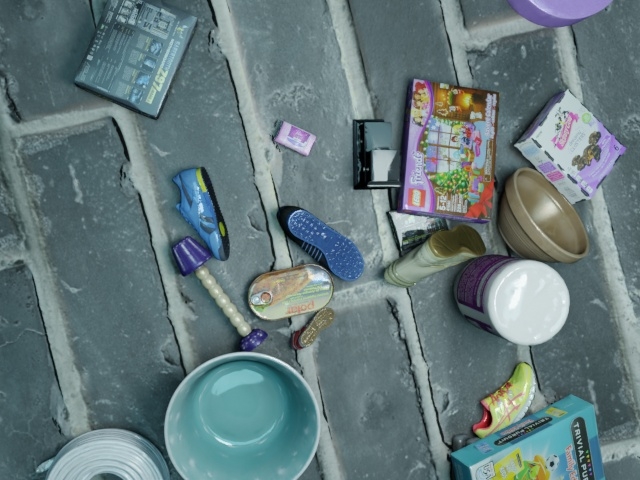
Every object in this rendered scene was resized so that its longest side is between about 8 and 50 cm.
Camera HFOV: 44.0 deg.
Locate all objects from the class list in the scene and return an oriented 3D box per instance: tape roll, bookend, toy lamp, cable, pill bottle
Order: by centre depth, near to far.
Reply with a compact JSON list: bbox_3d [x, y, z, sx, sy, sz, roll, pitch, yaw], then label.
[{"bbox_3d":[0.382,0.115,1.655,0.169,0.301,0.169,0,93,-8],"label":"pill bottle"},{"bbox_3d":[-0.448,0.523,1.658,0.257,0.089,0.257,-38,96,-5],"label":"cable"},{"bbox_3d":[0.118,-0.187,1.681,0.072,0.157,0.156,-1,93,-8],"label":"bookend"},{"bbox_3d":[-0.218,0.112,1.685,0.080,0.080,0.275,-36,99,-5],"label":"toy lamp"},{"bbox_3d":[0.537,-0.621,1.760,0.274,0.090,0.275,0,93,-8],"label":"tape roll"}]

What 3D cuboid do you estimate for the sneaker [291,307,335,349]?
[{"bbox_3d":[-0.019,0.195,1.738,0.042,0.067,0.118,49,55,-5],"label":"sneaker"}]

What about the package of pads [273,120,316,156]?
[{"bbox_3d":[-0.055,-0.221,1.718,0.083,0.032,0.050,24,90,-8],"label":"package of pads"}]

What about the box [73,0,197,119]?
[{"bbox_3d":[-0.382,-0.393,1.652,0.183,0.059,0.233,22,88,-8],"label":"box"}]

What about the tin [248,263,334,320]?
[{"bbox_3d":[-0.065,0.113,1.727,0.189,0.040,0.106,-11,89,-8],"label":"tin"}]

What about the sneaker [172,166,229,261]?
[{"bbox_3d":[-0.254,-0.050,1.683,0.082,0.069,0.209,-18,95,7],"label":"sneaker"}]

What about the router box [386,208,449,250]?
[{"bbox_3d":[0.217,-0.038,1.760,0.122,0.038,0.092,-17,95,-8],"label":"router box"}]

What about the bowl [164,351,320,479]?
[{"bbox_3d":[-0.164,0.364,1.650,0.311,0.163,0.312,-1,97,-8],"label":"bowl"}]

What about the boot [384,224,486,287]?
[{"bbox_3d":[0.251,0.039,1.732,0.213,0.165,0.077,-7,67,-48],"label":"boot"}]

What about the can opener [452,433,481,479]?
[{"bbox_3d":[0.348,0.580,1.796,0.095,0.076,0.284,-1,92,-40],"label":"can opener"}]

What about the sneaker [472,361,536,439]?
[{"bbox_3d":[0.411,0.365,1.781,0.094,0.081,0.209,24,89,-6],"label":"sneaker"}]

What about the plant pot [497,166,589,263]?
[{"bbox_3d":[0.469,-0.035,1.735,0.237,0.237,0.109,42,126,-7],"label":"plant pot"}]

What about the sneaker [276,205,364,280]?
[{"bbox_3d":[0.000,0.000,1.716,0.232,0.090,0.081,43,84,-29],"label":"sneaker"}]

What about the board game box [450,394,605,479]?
[{"bbox_3d":[0.465,0.523,1.734,0.335,0.079,0.254,-20,106,-20],"label":"board game box"}]

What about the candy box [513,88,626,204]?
[{"bbox_3d":[0.558,-0.209,1.768,0.196,0.070,0.165,43,71,-8],"label":"candy box"}]

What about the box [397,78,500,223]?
[{"bbox_3d":[0.281,-0.193,1.731,0.200,0.057,0.294,7,81,-8],"label":"box"}]
